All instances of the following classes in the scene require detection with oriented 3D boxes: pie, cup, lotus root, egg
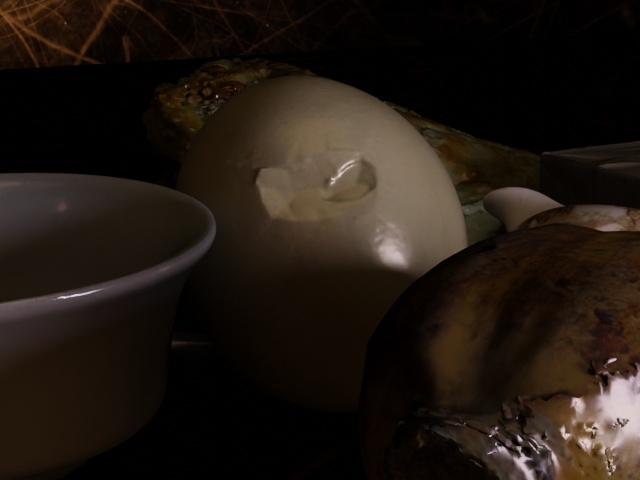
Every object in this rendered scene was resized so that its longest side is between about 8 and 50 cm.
[{"bbox_3d":[0.037,-0.068,1.630,0.418,0.180,0.395,10,15,9],"label":"pie"},{"bbox_3d":[-0.241,0.070,1.098,0.347,0.163,0.347,-2,17,1],"label":"cup"},{"bbox_3d":[0.138,0.078,0.896,0.196,0.179,0.397,-12,4,27],"label":"lotus root"},{"bbox_3d":[0.000,0.000,1.214,0.219,0.269,0.219,-22,-15,-6],"label":"egg"}]

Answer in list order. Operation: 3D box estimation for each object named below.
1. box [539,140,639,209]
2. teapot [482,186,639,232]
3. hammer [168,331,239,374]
[{"bbox_3d":[0.329,-0.007,1.445,0.231,0.149,0.155,-9,17,-30],"label":"box"},{"bbox_3d":[0.242,0.039,1.200,0.298,0.139,0.204,12,-24,25],"label":"teapot"},{"bbox_3d":[-0.228,0.079,1.284,0.365,0.043,0.111,4,36,-2],"label":"hammer"}]
